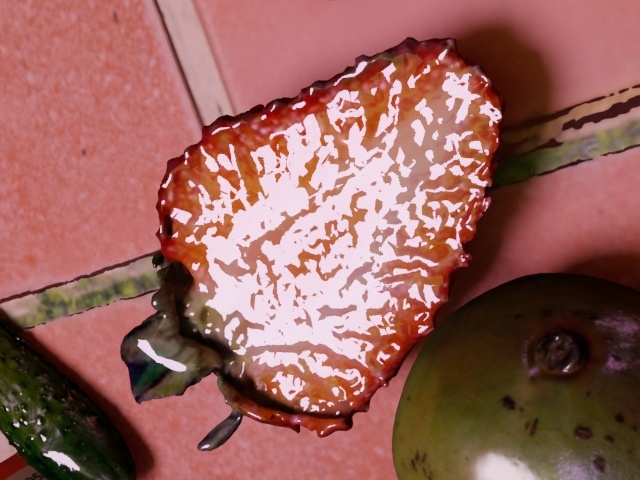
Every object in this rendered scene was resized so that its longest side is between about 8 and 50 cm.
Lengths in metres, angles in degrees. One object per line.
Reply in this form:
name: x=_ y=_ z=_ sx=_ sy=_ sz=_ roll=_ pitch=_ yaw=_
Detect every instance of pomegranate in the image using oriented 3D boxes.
pomegranate: x=0.130 y=0.120 z=0.508 sx=0.180 sy=0.180 sz=0.210 roll=19 pitch=143 yaw=21

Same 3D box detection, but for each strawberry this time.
strawberry: x=0.000 y=0.000 z=0.571 sx=0.286 sy=0.106 sz=0.188 roll=-43 pitch=88 yaw=18

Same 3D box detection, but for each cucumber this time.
cucumber: x=-0.236 y=0.125 z=0.748 sx=0.227 sy=0.069 sz=0.069 roll=40 pitch=119 yaw=14

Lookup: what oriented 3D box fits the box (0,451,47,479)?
box: x=-0.242 y=0.393 z=0.666 sx=0.256 sy=0.348 sz=0.319 roll=24 pitch=113 yaw=19
